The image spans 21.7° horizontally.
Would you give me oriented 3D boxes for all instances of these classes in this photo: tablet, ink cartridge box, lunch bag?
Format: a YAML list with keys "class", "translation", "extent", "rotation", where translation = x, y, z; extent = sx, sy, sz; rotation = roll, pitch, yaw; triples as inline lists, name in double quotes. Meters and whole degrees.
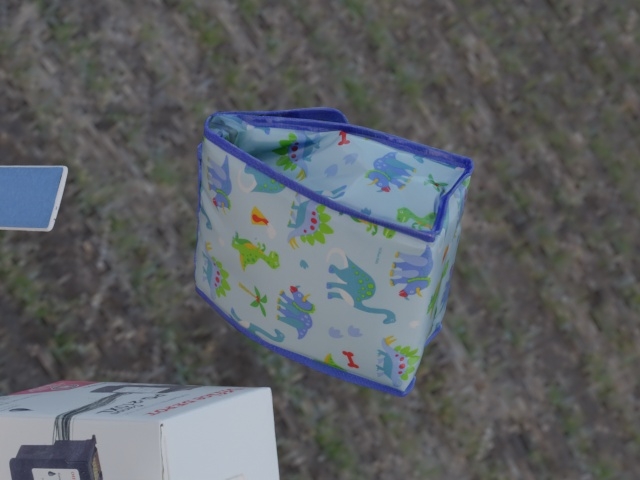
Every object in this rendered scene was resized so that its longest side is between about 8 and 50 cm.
- class: "tablet"
  translation: [-0.235, -0.034, 1.327]
  extent: [0.006, 0.083, 0.054]
  rotation: [28, 70, -48]
- class: "ink cartridge box"
  translation: [-0.177, 0.182, 1.427]
  extent: [0.172, 0.237, 0.100]
  rotation: [-11, 98, -60]
- class: "lunch bag"
  translation: [0.000, 0.000, 0.955]
  extent: [0.151, 0.128, 0.096]
  rotation: [16, 39, 12]
